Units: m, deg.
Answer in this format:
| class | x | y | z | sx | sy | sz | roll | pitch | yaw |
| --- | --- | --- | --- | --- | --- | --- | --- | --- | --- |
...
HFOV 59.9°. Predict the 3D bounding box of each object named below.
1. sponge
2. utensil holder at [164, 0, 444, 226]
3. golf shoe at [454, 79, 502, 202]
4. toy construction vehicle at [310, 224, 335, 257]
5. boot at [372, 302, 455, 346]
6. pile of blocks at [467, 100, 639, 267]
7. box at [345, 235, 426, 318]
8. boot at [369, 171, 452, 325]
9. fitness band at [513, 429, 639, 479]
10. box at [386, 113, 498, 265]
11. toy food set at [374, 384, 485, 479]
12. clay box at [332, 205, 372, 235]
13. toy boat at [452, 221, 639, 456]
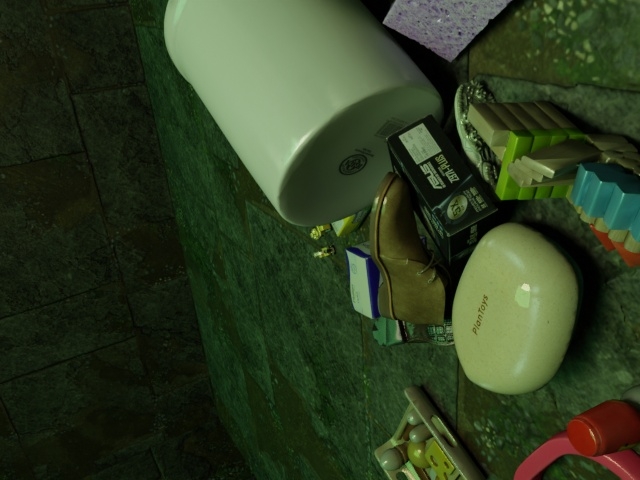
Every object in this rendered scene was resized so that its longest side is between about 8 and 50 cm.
| class | x | y | z | sx | sy | sz | roll | pitch | yaw |
| --- | --- | --- | --- | --- | --- | --- | --- | --- | --- |
| sponge | 0.165 | -0.309 | 0.707 | 0.117 | 0.031 | 0.210 | 29 | 168 | -7 |
| utensil holder | -0.033 | -0.260 | 0.926 | 0.385 | 0.328 | 0.327 | 57 | 151 | 24 |
| golf shoe | 0.220 | -0.136 | 0.802 | 0.086 | 0.069 | 0.176 | 171 | 82 | -70 |
| toy construction vehicle | 0.000 | 0.000 | 1.366 | 0.098 | 0.035 | 0.085 | -12 | 96 | 65 |
| boot | 0.213 | 0.150 | 1.014 | 0.219 | 0.106 | 0.082 | -11 | 82 | 37 |
| pile of blocks | 0.298 | -0.041 | 0.609 | 0.362 | 0.149 | 0.112 | 44 | 143 | 44 |
| box | 0.126 | 0.061 | 1.033 | 0.072 | 0.137 | 0.126 | 26 | 129 | 56 |
| boot | 0.148 | 0.022 | 0.868 | 0.115 | 0.112 | 0.305 | 15 | 141 | 30 |
| fitness band | 0.398 | 0.400 | 0.827 | 0.209 | 0.054 | 0.290 | 57 | 150 | 33 |
| box | 0.179 | -0.072 | 0.835 | 0.180 | 0.078 | 0.147 | 62 | -177 | 22 |
| toy food set | 0.214 | 0.479 | 1.192 | 0.219 | 0.093 | 0.306 | 53 | 150 | 34 |
| clay box | 0.062 | -0.118 | 1.139 | 0.127 | 0.053 | 0.222 | 65 | 153 | 20 |
| toy boat | 0.310 | 0.141 | 0.745 | 0.318 | 0.148 | 0.267 | -124 | 33 | -45 |
